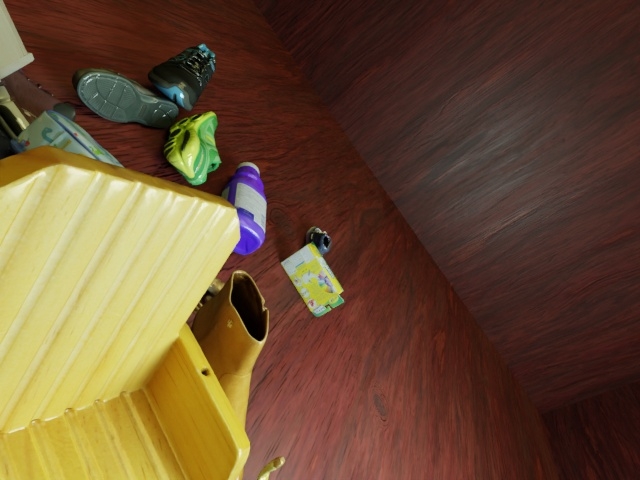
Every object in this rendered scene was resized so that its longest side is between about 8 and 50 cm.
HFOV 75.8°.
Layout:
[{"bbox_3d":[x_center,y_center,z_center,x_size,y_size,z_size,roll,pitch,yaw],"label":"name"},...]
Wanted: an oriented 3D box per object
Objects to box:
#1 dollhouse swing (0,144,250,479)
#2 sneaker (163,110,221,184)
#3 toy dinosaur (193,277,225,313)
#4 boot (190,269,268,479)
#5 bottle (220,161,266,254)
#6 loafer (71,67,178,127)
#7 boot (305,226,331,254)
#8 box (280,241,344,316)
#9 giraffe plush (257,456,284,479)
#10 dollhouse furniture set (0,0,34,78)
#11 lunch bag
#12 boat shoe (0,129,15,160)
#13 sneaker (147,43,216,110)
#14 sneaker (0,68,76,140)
[{"bbox_3d":[-0.173,0.153,0.377,0.315,0.305,0.346,54,15,18],"label":"dollhouse swing"},{"bbox_3d":[-0.310,-0.231,1.022,0.296,0.109,0.124,-94,167,-53],"label":"sneaker"},{"bbox_3d":[-0.192,0.118,0.822,0.212,0.064,0.112,51,24,-11],"label":"toy dinosaur"},{"bbox_3d":[-0.138,0.209,0.611,0.104,0.211,0.295,10,46,-37],"label":"boot"},{"bbox_3d":[-0.195,-0.096,1.044,0.118,0.092,0.283,39,29,-34],"label":"bottle"},{"bbox_3d":[-0.435,-0.317,0.908,0.084,0.096,0.267,41,14,15],"label":"loafer"},{"bbox_3d":[0.000,0.000,1.289,0.069,0.086,0.190,46,26,-20],"label":"boot"},{"bbox_3d":[-0.016,0.107,1.105,0.179,0.105,0.043,59,25,5],"label":"box"},{"bbox_3d":[-0.059,0.448,0.582,0.171,0.181,0.210,59,-12,-17],"label":"giraffe plush"},{"bbox_3d":[-0.554,-0.358,0.530,0.303,0.198,0.287,18,50,8],"label":"dollhouse furniture set"},{"bbox_3d":[-0.334,-0.084,0.631,0.219,0.090,0.176,46,-5,-14],"label":"lunch bag"},{"bbox_3d":[-0.417,-0.044,0.536,0.341,0.127,0.158,52,18,-11],"label":"boat shoe"},{"bbox_3d":[-0.347,-0.442,1.065,0.125,0.139,0.341,39,16,-30],"label":"sneaker"},{"bbox_3d":[-0.515,-0.256,0.673,0.282,0.106,0.162,62,16,-8],"label":"sneaker"}]
